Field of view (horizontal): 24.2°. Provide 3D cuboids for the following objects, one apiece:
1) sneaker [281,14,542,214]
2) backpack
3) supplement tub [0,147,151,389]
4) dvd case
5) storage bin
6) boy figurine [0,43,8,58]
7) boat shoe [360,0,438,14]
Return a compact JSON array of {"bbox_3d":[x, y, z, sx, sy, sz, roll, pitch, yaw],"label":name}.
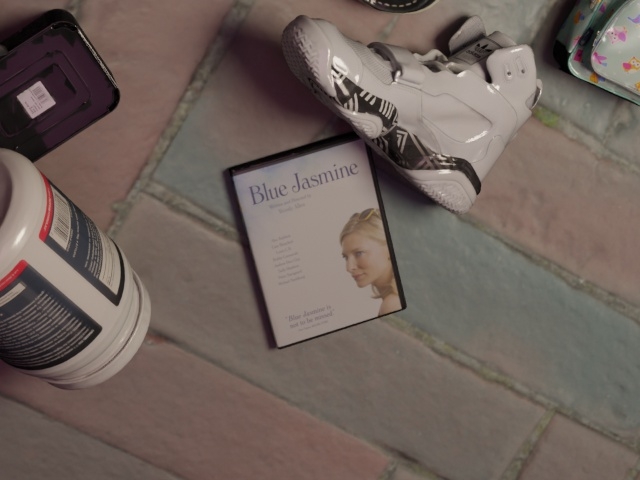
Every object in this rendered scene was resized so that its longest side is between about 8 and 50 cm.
[{"bbox_3d":[0.120,-0.200,1.775,0.210,0.137,0.366,-49,130,2],"label":"sneaker"},{"bbox_3d":[0.398,-0.268,1.837,0.165,0.144,0.188,23,99,-14],"label":"backpack"},{"bbox_3d":[-0.333,0.038,1.694,0.191,0.191,0.272,-38,139,1],"label":"supplement tub"},{"bbox_3d":[0.000,0.000,1.895,0.180,0.022,0.253,-17,111,-8],"label":"dvd case"},{"bbox_3d":[-0.335,-0.170,1.721,0.180,0.084,0.122,-33,113,0],"label":"storage bin"},{"bbox_3d":[-0.424,-0.321,1.614,0.177,0.092,0.285,-9,101,36],"label":"boy figurine"},{"bbox_3d":[-0.002,-0.389,1.609,0.186,0.156,0.500,-12,145,23],"label":"boat shoe"}]
